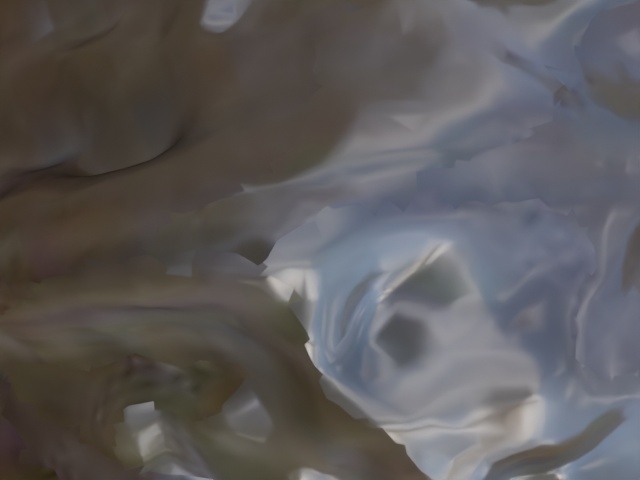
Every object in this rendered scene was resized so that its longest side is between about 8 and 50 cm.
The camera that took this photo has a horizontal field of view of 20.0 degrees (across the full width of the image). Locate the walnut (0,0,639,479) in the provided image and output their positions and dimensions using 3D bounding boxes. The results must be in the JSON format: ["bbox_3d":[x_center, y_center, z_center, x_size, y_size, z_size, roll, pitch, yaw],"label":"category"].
[{"bbox_3d":[0.001,0.003,0.482,0.227,0.273,0.273,-63,139,-62],"label":"walnut"}]
